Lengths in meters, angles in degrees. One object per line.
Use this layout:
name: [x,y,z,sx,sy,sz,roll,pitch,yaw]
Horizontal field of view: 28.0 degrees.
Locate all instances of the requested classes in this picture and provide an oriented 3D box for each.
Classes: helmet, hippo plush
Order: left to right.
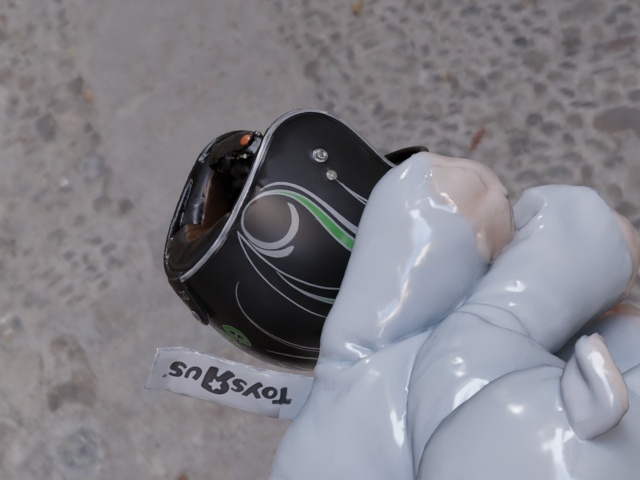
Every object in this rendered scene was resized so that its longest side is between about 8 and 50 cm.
helmet: [0.000,0.000,0.816,0.169,0.162,0.169,-47,26,33]
hippo plush: [0.089,0.070,0.573,0.294,0.234,0.236,4,-3,-19]
